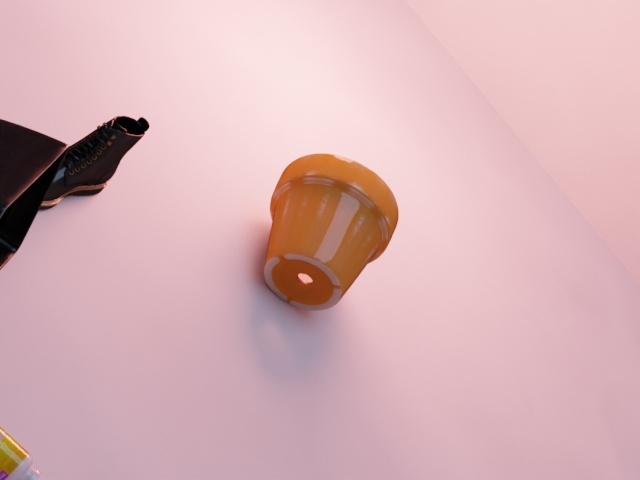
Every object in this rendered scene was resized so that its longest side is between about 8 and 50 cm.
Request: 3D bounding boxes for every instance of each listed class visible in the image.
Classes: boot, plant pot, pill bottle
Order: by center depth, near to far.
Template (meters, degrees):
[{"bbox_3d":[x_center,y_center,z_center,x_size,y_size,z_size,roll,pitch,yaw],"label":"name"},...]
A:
[{"bbox_3d":[-0.352,0.243,1.469,0.083,0.043,0.043,44,31,-6],"label":"pill bottle"},{"bbox_3d":[-0.440,-0.054,1.580,0.167,0.187,0.188,33,32,-2],"label":"plant pot"},{"bbox_3d":[-0.337,-0.119,1.810,0.077,0.137,0.198,52,31,7],"label":"boot"},{"bbox_3d":[0.000,0.000,2.066,0.205,0.205,0.188,38,48,-15],"label":"plant pot"}]
